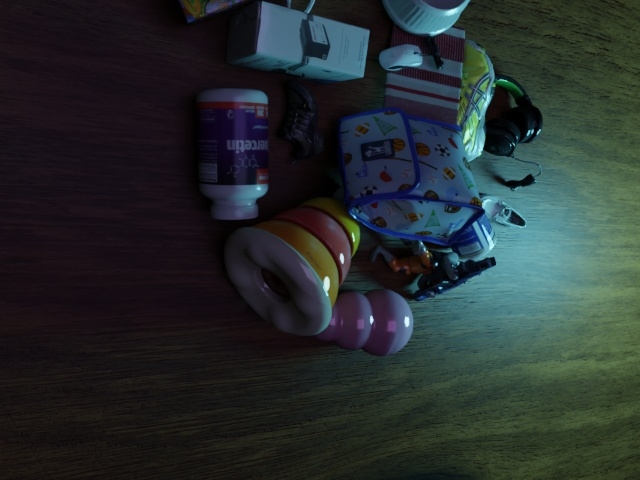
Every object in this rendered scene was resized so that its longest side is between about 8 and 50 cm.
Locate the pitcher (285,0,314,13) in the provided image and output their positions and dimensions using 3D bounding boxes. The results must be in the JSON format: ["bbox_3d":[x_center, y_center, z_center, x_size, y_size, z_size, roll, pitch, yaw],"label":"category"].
[{"bbox_3d":[-0.026,-0.712,1.566,0.207,0.125,0.178,-32,127,-9],"label":"pitcher"}]

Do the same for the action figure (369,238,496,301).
[{"bbox_3d":[0.376,0.057,1.850,0.330,0.341,0.178,23,53,-35],"label":"action figure"}]

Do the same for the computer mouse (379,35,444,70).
[{"bbox_3d":[0.268,-0.544,1.720,0.193,0.042,0.106,-13,87,-13],"label":"computer mouse"}]

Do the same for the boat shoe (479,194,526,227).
[{"bbox_3d":[0.640,-0.104,2.059,0.226,0.076,0.083,18,90,-30],"label":"boat shoe"}]

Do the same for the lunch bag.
[{"bbox_3d":[0.236,-0.191,1.662,0.385,0.239,0.328,8,54,-20],"label":"lunch bag"}]

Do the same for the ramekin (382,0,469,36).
[{"bbox_3d":[0.320,-0.747,1.699,0.273,0.127,0.273,0,88,-16],"label":"ramekin"}]

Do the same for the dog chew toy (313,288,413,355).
[{"bbox_3d":[0.110,0.243,1.765,0.332,0.206,0.206,7,96,-21],"label":"dog chew toy"}]

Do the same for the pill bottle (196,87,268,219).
[{"bbox_3d":[-0.223,-0.221,1.498,0.181,0.181,0.323,-6,102,-28],"label":"pill bottle"}]

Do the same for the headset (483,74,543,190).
[{"bbox_3d":[0.633,-0.364,2.001,0.243,0.185,0.394,-30,97,-25],"label":"headset"}]

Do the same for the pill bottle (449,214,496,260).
[{"bbox_3d":[0.462,-0.077,1.921,0.153,0.153,0.265,-40,115,-17],"label":"pill bottle"}]

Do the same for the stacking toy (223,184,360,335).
[{"bbox_3d":[0.000,0.000,1.635,0.480,0.350,0.350,-44,117,-34],"label":"stacking toy"}]

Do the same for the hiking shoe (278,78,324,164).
[{"bbox_3d":[-0.066,-0.329,1.622,0.114,0.086,0.227,-27,112,-26],"label":"hiking shoe"}]

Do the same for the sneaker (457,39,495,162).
[{"bbox_3d":[0.450,-0.438,1.847,0.147,0.145,0.385,-8,101,-39],"label":"sneaker"}]

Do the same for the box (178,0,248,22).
[{"bbox_3d":[-0.238,-0.695,1.365,0.279,0.177,0.290,-21,110,-4],"label":"box"}]

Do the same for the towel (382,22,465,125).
[{"bbox_3d":[0.314,-0.511,1.767,0.237,0.037,0.329,9,82,-12],"label":"towel"}]

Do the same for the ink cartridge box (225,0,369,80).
[{"bbox_3d":[-0.065,-0.503,1.512,0.307,0.223,0.129,3,98,-29],"label":"ink cartridge box"}]
